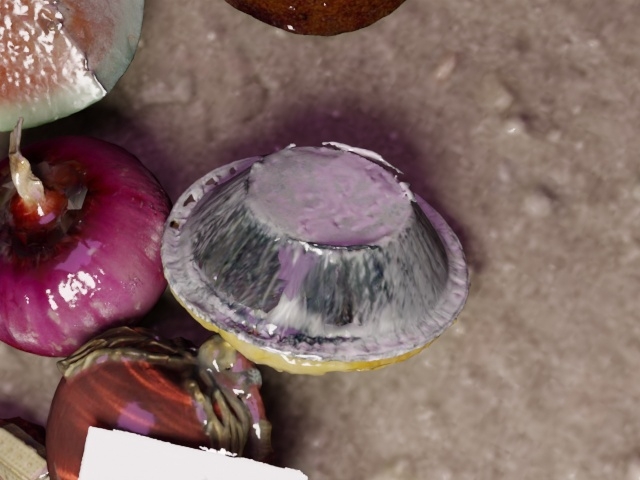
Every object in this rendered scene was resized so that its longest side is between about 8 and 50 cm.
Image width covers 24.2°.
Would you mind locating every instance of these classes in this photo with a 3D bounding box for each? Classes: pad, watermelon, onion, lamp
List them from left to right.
[{"bbox_3d":[-0.273,-0.203,1.213,0.260,0.176,0.256,-31,60,17],"label":"watermelon"},{"bbox_3d":[-0.195,0.003,1.137,0.177,0.153,0.177,-1,83,6],"label":"onion"},{"bbox_3d":[-0.147,0.147,1.078,0.215,0.151,0.223,35,82,22],"label":"lamp"},{"bbox_3d":[-0.103,0.241,1.029,0.156,0.004,0.232,12,110,0],"label":"pad"}]

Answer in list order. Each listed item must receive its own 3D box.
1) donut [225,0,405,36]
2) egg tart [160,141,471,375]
[{"bbox_3d":[0.024,-0.265,1.224,0.141,0.085,0.217,34,78,18],"label":"donut"},{"bbox_3d":[0.000,0.000,1.086,0.234,0.094,0.234,8,39,-6],"label":"egg tart"}]
